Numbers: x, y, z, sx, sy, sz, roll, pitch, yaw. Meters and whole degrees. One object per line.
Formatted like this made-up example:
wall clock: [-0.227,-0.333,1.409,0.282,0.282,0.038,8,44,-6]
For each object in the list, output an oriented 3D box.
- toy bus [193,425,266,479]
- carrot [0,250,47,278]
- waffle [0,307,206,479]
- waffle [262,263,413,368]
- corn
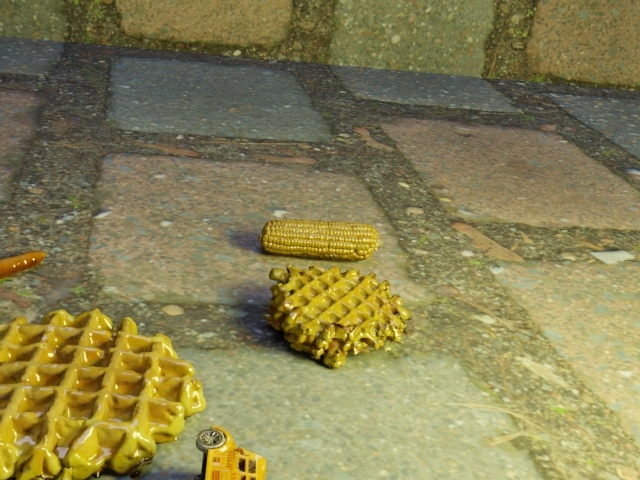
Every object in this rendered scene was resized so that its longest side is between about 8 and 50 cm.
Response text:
toy bus: [-0.090,0.253,0.787,0.074,0.069,0.162,6,26,-6]
carrot: [-0.471,0.045,1.160,0.037,0.037,0.190,27,27,35]
waffle: [-0.295,0.167,0.918,0.329,0.062,0.329,8,25,-3]
waffle: [0.022,0.103,1.146,0.193,0.070,0.197,-4,30,-25]
corn: [0.000,0.000,1.356,0.207,0.068,0.068,2,26,-7]
